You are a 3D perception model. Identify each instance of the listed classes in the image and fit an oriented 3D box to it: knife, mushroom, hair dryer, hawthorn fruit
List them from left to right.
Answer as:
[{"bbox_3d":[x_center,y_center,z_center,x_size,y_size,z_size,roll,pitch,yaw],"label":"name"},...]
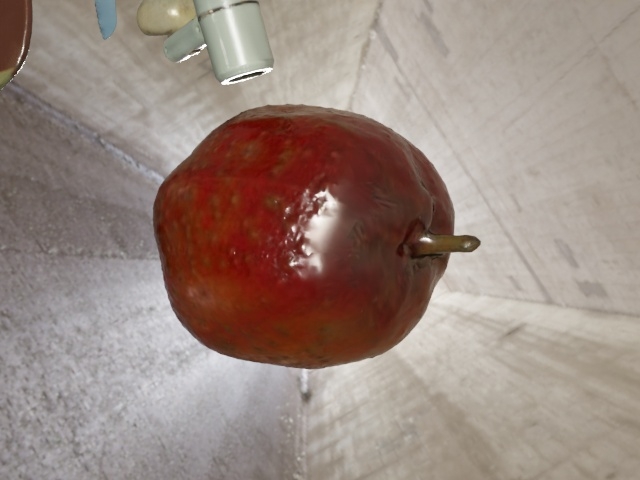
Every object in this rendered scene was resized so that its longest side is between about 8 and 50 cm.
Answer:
[{"bbox_3d":[-0.391,-0.505,1.269,0.019,0.044,0.313,-115,-156,-46],"label":"knife"},{"bbox_3d":[-0.250,-0.393,1.271,0.154,0.154,0.123,-122,-152,-61],"label":"mushroom"},{"bbox_3d":[-0.092,-0.160,0.569,0.137,0.047,0.082,-4,-76,55],"label":"hair dryer"},{"bbox_3d":[0.000,0.000,0.537,0.249,0.215,0.215,10,-31,30],"label":"hawthorn fruit"}]

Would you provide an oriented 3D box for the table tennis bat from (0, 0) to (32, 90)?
[{"bbox_3d":[-0.328,-0.165,0.662,0.021,0.154,0.274,14,66,-70],"label":"table tennis bat"}]
